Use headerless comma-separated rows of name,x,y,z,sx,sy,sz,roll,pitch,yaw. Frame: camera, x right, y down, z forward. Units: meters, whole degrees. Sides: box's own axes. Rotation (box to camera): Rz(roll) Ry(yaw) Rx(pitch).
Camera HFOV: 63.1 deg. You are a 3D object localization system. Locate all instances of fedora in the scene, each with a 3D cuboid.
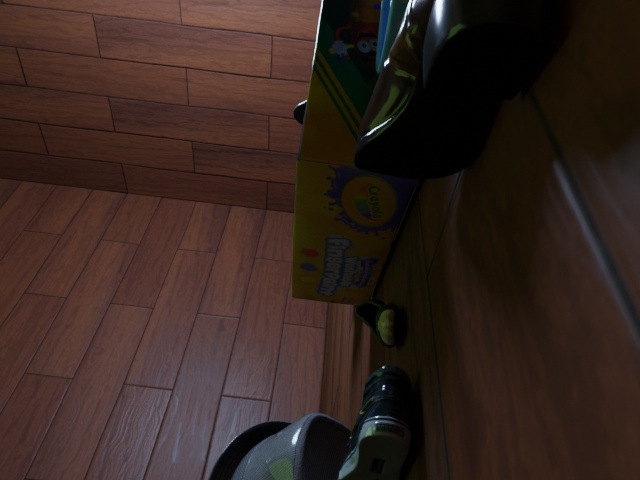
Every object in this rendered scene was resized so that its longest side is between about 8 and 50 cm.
fedora,-0.011,0.324,0.651,0.124,0.244,0.275,-51,-3,26

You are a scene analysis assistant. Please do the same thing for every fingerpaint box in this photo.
fingerpaint box,0.048,-0.142,0.890,0.445,0.163,0.371,97,179,-63

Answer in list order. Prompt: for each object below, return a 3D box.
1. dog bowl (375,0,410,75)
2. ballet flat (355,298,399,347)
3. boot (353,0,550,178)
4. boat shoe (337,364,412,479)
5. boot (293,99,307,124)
dog bowl,0.118,-0.325,0.623,0.166,0.074,0.297,99,179,-80
ballet flat,0.077,0.111,0.704,0.173,0.049,0.057,107,169,-87
boot,0.096,-0.212,0.429,0.264,0.096,0.280,97,180,-72
boat shoe,0.065,0.215,0.568,0.083,0.065,0.183,-72,-5,-45
boot,0.053,-0.420,1.380,0.091,0.263,0.229,57,-157,-43
